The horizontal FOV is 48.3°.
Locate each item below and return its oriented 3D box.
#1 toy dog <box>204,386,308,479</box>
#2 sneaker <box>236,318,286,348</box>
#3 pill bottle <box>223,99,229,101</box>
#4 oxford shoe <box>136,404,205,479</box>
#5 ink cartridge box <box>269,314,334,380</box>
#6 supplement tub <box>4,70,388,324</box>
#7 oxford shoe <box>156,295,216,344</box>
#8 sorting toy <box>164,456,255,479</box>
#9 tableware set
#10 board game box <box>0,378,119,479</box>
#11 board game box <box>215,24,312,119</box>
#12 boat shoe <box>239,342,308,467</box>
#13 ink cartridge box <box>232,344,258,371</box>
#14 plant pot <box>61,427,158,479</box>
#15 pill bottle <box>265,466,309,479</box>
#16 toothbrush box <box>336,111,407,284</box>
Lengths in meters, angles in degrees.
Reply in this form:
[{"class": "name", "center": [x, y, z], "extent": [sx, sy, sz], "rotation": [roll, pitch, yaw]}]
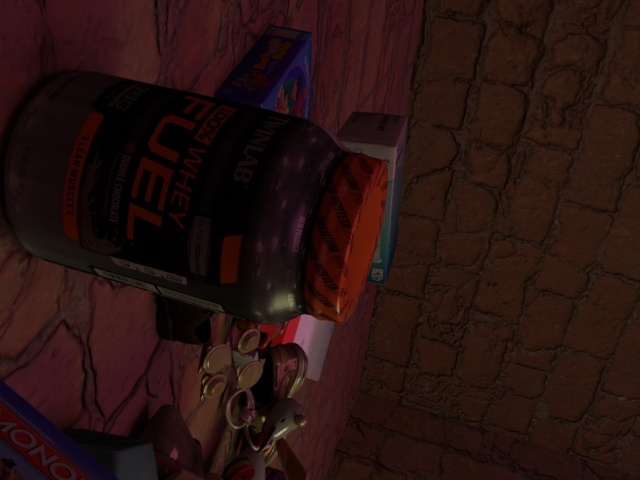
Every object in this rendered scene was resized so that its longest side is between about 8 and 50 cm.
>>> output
[{"class": "toy dog", "center": [-0.124, 0.487, 1.503], "extent": [0.220, 0.161, 0.333], "rotation": [36, 70, -43]}, {"class": "sneaker", "center": [-0.123, 0.136, 1.444], "extent": [0.118, 0.107, 0.279], "rotation": [-55, 156, -28]}, {"class": "pill bottle", "center": [-0.144, -0.094, 1.034], "extent": [0.208, 0.119, 0.119], "rotation": [82, 26, -59]}, {"class": "oxford shoe", "center": [-0.233, 0.404, 1.222], "extent": [0.348, 0.123, 0.130], "rotation": [90, 14, -51]}, {"class": "ink cartridge box", "center": [-0.030, 0.216, 1.956], "extent": [0.385, 0.091, 0.308], "rotation": [59, 47, -74]}, {"class": "supplement tub", "center": [-0.116, -0.039, 0.716], "extent": [0.207, 0.338, 0.207], "rotation": [14, 90, -78]}, {"class": "oxford shoe", "center": [-0.193, 0.068, 1.066], "extent": [0.082, 0.096, 0.227], "rotation": [-60, 159, -44]}, {"class": "sorting toy", "center": [-0.225, 0.425, 1.080], "extent": [0.274, 0.046, 0.132], "rotation": [-41, 141, -3]}, {"class": "tableware set", "center": [-0.171, 0.243, 1.394], "extent": [0.169, 0.020, 0.141], "rotation": [-16, 125, -42]}, {"class": "board game box", "center": [-0.237, 0.226, 0.557], "extent": [0.046, 0.317, 0.213], "rotation": [-56, 171, 10]}, {"class": "board game box", "center": [-0.091, -0.167, 1.274], "extent": [0.347, 0.078, 0.233], "rotation": [92, 17, -45]}, {"class": "boat shoe", "center": [-0.138, 0.388, 1.680], "extent": [0.116, 0.123, 0.324], "rotation": [12, 96, -44]}, {"class": "ink cartridge box", "center": [-0.159, 0.254, 1.527], "extent": [0.083, 0.048, 0.028], "rotation": [91, 18, -49]}, {"class": "plant pot", "center": [-0.289, 0.352, 0.849], "extent": [0.165, 0.166, 0.234], "rotation": [44, 54, -76]}, {"class": "pill bottle", "center": [-0.084, 0.654, 1.731], "extent": [0.169, 0.302, 0.169], "rotation": [15, 90, -77]}, {"class": "toothbrush box", "center": [0.098, -0.092, 1.461], "extent": [0.216, 0.126, 0.295], "rotation": [-63, 159, -62]}]
